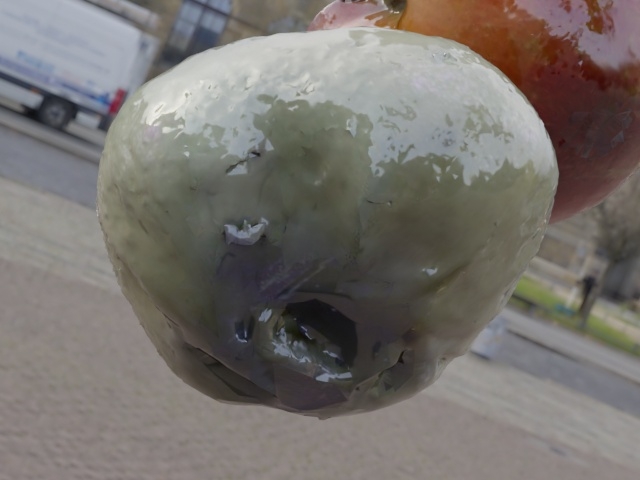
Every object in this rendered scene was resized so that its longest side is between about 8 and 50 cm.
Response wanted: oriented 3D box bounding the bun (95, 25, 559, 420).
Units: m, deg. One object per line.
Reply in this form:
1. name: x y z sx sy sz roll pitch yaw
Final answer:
1. bun: 0.004 0.002 0.781 0.273 0.273 0.168 21 46 -28

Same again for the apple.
1. apple: 0.140 -0.115 0.963 0.251 0.293 0.163 13 29 -35
